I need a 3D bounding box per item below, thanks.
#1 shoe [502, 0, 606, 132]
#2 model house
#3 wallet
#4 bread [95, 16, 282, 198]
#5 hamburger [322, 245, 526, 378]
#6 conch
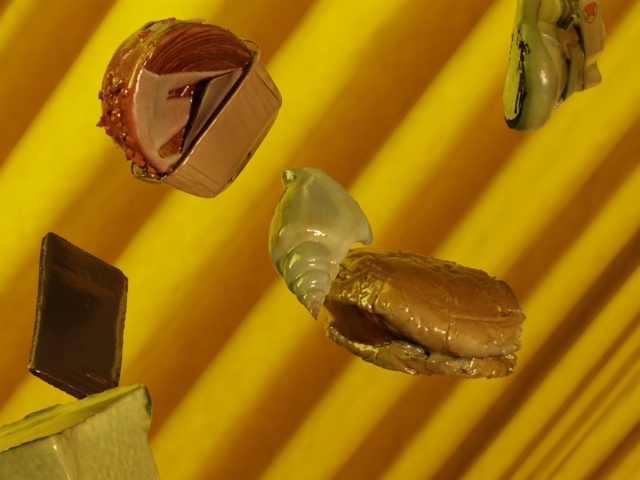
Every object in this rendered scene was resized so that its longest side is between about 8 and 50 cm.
[{"bbox_3d":[0.276,-0.237,2.060,0.262,0.128,0.140,-81,-17,-57],"label":"shoe"},{"bbox_3d":[-0.244,0.256,1.574,0.195,0.214,0.189,-22,-87,-64],"label":"model house"},{"bbox_3d":[-0.290,0.095,2.079,0.124,0.025,0.244,32,-147,-26],"label":"wallet"},{"bbox_3d":[-0.164,-0.172,2.143,0.212,0.224,0.142,42,166,-37],"label":"bread"},{"bbox_3d":[0.101,0.087,2.200,0.211,0.132,0.309,7,-170,-34],"label":"hamburger"},{"bbox_3d":[-0.005,-0.003,1.526,0.065,0.088,0.180,43,-149,-44],"label":"conch"}]
